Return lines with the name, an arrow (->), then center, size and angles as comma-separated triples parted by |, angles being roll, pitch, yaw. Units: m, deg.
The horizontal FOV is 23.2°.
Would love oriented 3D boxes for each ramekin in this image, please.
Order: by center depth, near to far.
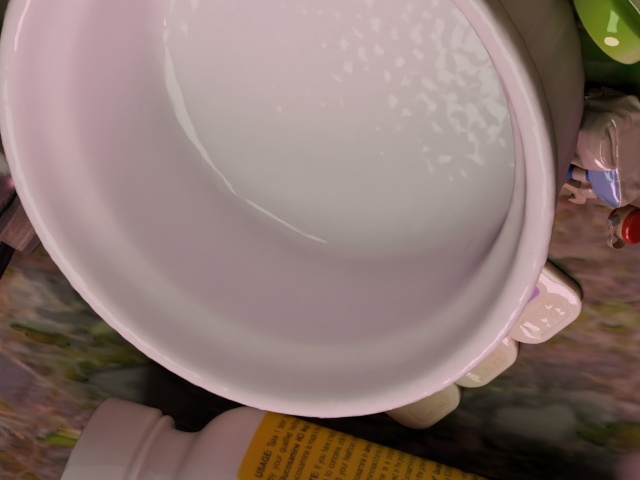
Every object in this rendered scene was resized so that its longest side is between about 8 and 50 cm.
ramekin -> -0.005, -0.065, 0.759 | 0.277, 0.135, 0.277 | 11, 121, 19

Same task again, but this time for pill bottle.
pill bottle -> 0.003, 0.213, 0.968 | 0.334, 0.188, 0.188 | 17, 132, 6

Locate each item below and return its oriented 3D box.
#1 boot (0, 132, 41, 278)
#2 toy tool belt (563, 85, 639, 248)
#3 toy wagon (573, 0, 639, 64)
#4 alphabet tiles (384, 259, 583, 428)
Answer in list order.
boot -> -0.271, -0.055, 0.911 | 0.229, 0.091, 0.263 | 33, 130, -15
toy tool belt -> 0.144, -0.041, 0.811 | 0.051, 0.052, 0.083 | 25, 138, 45
toy wagon -> 0.168, -0.230, 0.629 | 0.267, 0.068, 0.344 | -27, 113, 36
alphabet tiles -> 0.000, 0.000, 0.913 | 0.278, 0.021, 0.284 | 38, 131, -11
